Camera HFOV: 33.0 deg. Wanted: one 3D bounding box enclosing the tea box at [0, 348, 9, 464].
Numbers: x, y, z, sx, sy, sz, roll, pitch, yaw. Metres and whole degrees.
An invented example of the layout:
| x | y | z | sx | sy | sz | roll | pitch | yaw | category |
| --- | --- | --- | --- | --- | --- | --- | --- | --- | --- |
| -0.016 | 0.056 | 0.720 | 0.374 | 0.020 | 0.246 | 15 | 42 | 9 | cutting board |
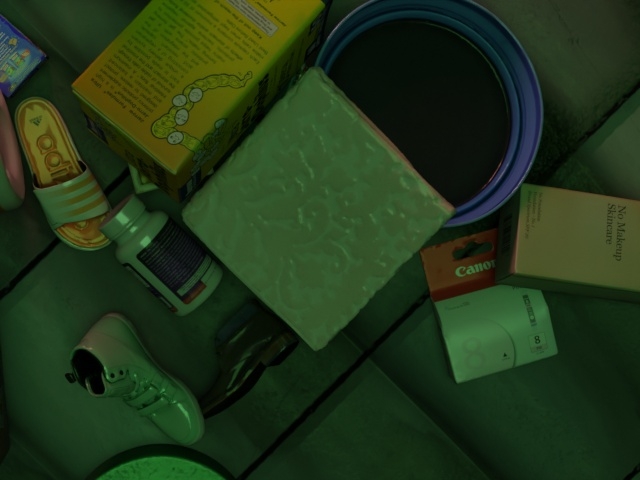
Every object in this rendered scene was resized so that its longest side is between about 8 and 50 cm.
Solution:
| x | y | z | sx | sy | sz | roll | pitch | yaw | category |
| --- | --- | --- | --- | --- | --- | --- | --- | --- | --- |
| -0.657 | 0.201 | 1.630 | 0.323 | 0.220 | 0.329 | -5 | 95 | -8 | tea box |

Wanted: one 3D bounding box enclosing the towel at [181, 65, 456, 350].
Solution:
| x | y | z | sx | sy | sz | roll | pitch | yaw | category |
| --- | --- | --- | --- | --- | --- | --- | --- | --- | --- |
| -0.007 | -0.045 | 1.665 | 0.317 | 0.053 | 0.332 | 45 | 110 | 1 | towel |

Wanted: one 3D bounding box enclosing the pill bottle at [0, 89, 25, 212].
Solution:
| x | y | z | sx | sy | sz | roll | pitch | yaw | category |
| --- | --- | --- | --- | --- | --- | --- | --- | --- | --- |
| -0.660 | -0.113 | 1.600 | 0.392 | 0.224 | 0.224 | -14 | 97 | -6 | pill bottle |

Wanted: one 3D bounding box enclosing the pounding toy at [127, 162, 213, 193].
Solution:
| x | y | z | sx | sy | sz | roll | pitch | yaw | category |
| --- | --- | --- | --- | --- | --- | --- | --- | --- | --- |
| -0.232 | -0.197 | 1.719 | 0.181 | 0.094 | 0.206 | -15 | 97 | -6 | pounding toy |

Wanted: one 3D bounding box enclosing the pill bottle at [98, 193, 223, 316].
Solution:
| x | y | z | sx | sy | sz | roll | pitch | yaw | category |
| --- | --- | --- | --- | --- | --- | --- | --- | --- | --- |
| -0.256 | 0.020 | 1.716 | 0.108 | 0.108 | 0.193 | -45 | 107 | -2 | pill bottle |

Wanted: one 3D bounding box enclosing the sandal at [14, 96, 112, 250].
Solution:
| x | y | z | sx | sy | sz | roll | pitch | yaw | category |
| --- | --- | --- | --- | --- | --- | --- | --- | --- | --- |
| -0.416 | -0.101 | 1.710 | 0.102 | 0.076 | 0.265 | -26 | 98 | -5 | sandal |

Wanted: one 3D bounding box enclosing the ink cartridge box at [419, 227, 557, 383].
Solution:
| x | y | z | sx | sy | sz | roll | pitch | yaw | category |
| --- | --- | --- | --- | --- | --- | --- | --- | --- | --- |
| 0.286 | 0.107 | 1.838 | 0.189 | 0.066 | 0.232 | -15 | 100 | -7 | ink cartridge box |

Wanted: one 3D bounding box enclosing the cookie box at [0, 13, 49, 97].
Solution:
| x | y | z | sx | sy | sz | roll | pitch | yaw | category |
| --- | --- | --- | --- | --- | --- | --- | --- | --- | --- |
| -0.499 | -0.293 | 1.701 | 0.107 | 0.040 | 0.092 | 43 | 88 | -9 | cookie box |

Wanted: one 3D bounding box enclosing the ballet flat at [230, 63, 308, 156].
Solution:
| x | y | z | sx | sy | sz | roll | pitch | yaw | category |
| --- | --- | --- | --- | --- | --- | --- | --- | --- | --- |
| -0.075 | -0.187 | 1.759 | 0.077 | 0.091 | 0.241 | 26 | 96 | -39 | ballet flat |

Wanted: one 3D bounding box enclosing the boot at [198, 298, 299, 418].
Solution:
| x | y | z | sx | sy | sz | roll | pitch | yaw | category |
| --- | --- | --- | --- | --- | --- | --- | --- | --- | --- |
| -0.147 | 0.199 | 1.789 | 0.219 | 0.082 | 0.106 | -41 | 74 | 5 | boot |

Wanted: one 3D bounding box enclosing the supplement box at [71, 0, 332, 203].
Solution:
| x | y | z | sx | sy | sz | roll | pitch | yaw | category |
| --- | --- | --- | --- | --- | --- | --- | --- | --- | --- |
| -0.168 | -0.262 | 1.596 | 0.195 | 0.194 | 0.356 | 39 | 79 | 3 | supplement box |

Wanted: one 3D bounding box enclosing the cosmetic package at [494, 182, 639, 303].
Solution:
| x | y | z | sx | sy | sz | roll | pitch | yaw | category |
| --- | --- | --- | --- | --- | --- | --- | --- | --- | --- |
| 0.458 | 0.011 | 1.808 | 0.309 | 0.113 | 0.160 | 7 | 78 | -8 | cosmetic package |

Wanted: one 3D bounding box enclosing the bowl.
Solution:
| x | y | z | sx | sy | sz | roll | pitch | yaw | category |
| --- | --- | --- | --- | --- | --- | --- | --- | --- | --- |
| 0.166 | -0.208 | 1.751 | 0.391 | 0.077 | 0.391 | 1 | 84 | -12 | bowl |

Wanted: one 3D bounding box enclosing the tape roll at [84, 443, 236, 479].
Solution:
| x | y | z | sx | sy | sz | roll | pitch | yaw | category |
| --- | --- | --- | --- | --- | --- | --- | --- | --- | --- |
| -0.266 | 0.502 | 1.783 | 0.321 | 0.077 | 0.321 | -1 | 95 | -9 | tape roll |

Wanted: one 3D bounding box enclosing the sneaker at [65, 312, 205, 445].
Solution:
| x | y | z | sx | sy | sz | roll | pitch | yaw | category |
| --- | --- | --- | --- | --- | --- | --- | --- | --- | --- |
| -0.298 | 0.248 | 1.710 | 0.094 | 0.151 | 0.256 | -37 | 94 | 26 | sneaker |
